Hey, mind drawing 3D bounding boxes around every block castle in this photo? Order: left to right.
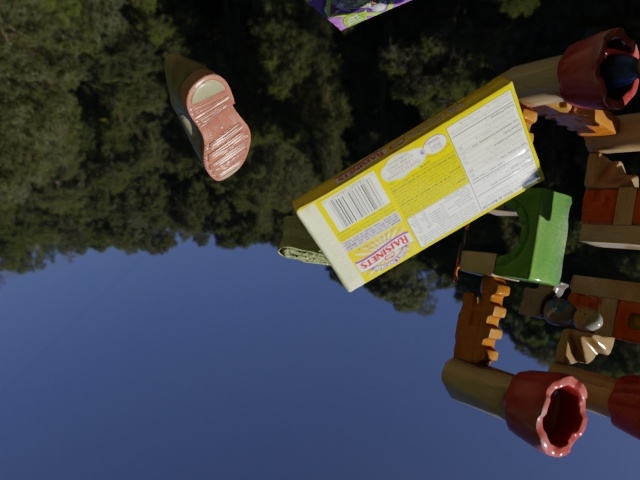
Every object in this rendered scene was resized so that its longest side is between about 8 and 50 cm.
[{"bbox_3d":[0.348,0.016,0.682,0.303,0.453,0.213,12,177,-33],"label":"block castle"}]

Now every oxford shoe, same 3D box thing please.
[{"bbox_3d":[-0.273,-0.295,1.369,0.140,0.397,0.146,-37,-112,-18],"label":"oxford shoe"}]

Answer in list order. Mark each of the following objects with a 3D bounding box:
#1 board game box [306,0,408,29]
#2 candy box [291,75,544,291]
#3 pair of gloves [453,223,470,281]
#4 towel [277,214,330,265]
[{"bbox_3d":[0.110,-0.439,0.834,0.347,0.056,0.208,-9,158,37],"label":"board game box"},{"bbox_3d":[0.088,-0.045,0.492,0.206,0.105,0.027,-30,-145,4],"label":"candy box"},{"bbox_3d":[0.222,0.018,0.877,0.010,0.083,0.074,12,-122,10],"label":"pair of gloves"},{"bbox_3d":[0.000,0.000,1.022,0.148,0.027,0.110,10,-139,-4],"label":"towel"}]
